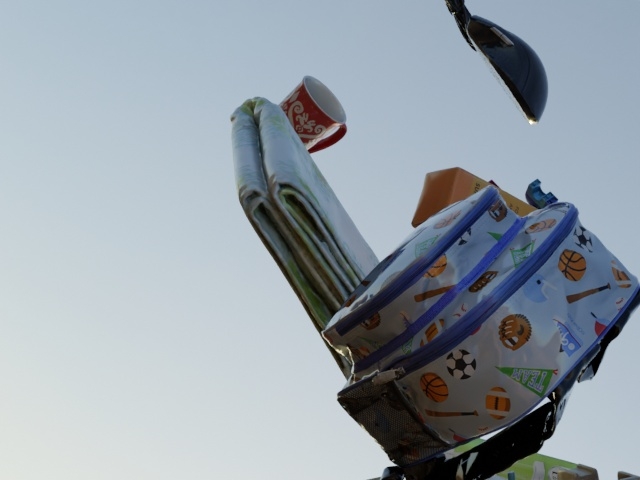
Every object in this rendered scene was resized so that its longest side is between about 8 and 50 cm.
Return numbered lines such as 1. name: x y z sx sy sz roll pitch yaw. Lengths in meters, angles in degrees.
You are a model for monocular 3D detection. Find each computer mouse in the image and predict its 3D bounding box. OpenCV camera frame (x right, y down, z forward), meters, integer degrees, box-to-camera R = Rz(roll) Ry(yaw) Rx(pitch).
1. computer mouse: 0.223 -0.274 1.821 0.184 0.060 0.262 53 7 -38

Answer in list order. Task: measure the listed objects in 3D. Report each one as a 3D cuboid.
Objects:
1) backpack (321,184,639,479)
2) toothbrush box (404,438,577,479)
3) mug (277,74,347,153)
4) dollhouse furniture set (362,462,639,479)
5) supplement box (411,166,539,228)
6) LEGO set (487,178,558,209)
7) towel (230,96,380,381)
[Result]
1. backpack: 0.152 0.071 1.279 0.213 0.276 0.263 47 -32 -12
2. toothbrush box: 0.287 0.457 2.482 0.283 0.206 0.122 15 -7 -5
3. mug: -0.038 -0.200 2.621 0.150 0.169 0.113 42 24 -21
4. dollhouse furniture set: 0.237 0.412 1.878 0.303 0.286 0.198 -175 -102 -66
5. supplement box: 0.232 -0.010 1.752 0.233 0.078 0.080 25 -18 -27
6. LEGO set: 0.342 -0.002 2.107 0.227 0.087 0.093 48 -24 20
7. towel: 0.000 0.000 1.753 0.320 0.090 0.374 60 5 -20
